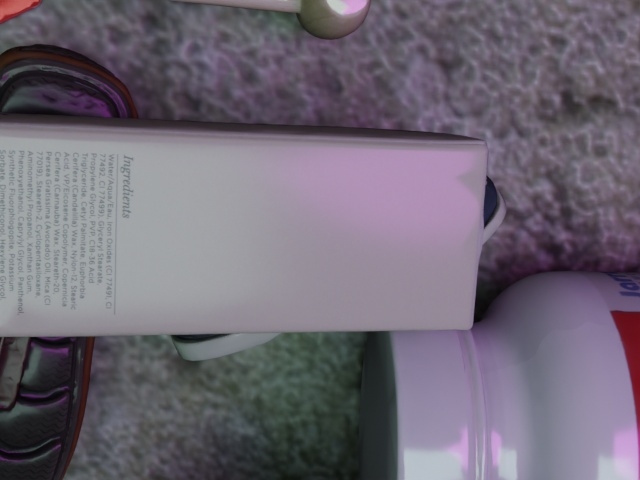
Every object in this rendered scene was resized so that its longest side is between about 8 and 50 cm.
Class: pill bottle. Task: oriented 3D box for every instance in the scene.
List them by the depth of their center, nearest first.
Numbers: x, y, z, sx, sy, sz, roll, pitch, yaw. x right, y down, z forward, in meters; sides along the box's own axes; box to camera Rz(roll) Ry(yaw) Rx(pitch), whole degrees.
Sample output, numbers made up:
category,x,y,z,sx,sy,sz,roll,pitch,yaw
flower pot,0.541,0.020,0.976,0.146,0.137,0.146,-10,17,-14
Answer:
category,x,y,z,sx,sy,sz,roll,pitch,yaw
pill bottle,0.237,0.135,0.613,0.408,0.229,0.229,2,104,-6

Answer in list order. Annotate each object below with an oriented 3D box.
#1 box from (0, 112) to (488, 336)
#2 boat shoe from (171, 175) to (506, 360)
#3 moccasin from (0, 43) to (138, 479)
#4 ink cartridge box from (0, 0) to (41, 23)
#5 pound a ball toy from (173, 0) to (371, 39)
category,x,y,z,sx,sy,sz,roll,pitch,yaw
box,-0.053,-0.011,0.511,0.275,0.094,0.113,2,100,-15
boat shoe,0.000,0.000,0.632,0.255,0.095,0.079,-20,116,9
moccasin,-0.226,0.056,0.610,0.139,0.147,0.380,9,99,-22
ink cartridge box,-0.286,-0.227,0.556,0.134,0.078,0.231,-25,105,1
pound a ball toy,-0.101,-0.233,0.500,0.319,0.136,0.208,1,95,-23
